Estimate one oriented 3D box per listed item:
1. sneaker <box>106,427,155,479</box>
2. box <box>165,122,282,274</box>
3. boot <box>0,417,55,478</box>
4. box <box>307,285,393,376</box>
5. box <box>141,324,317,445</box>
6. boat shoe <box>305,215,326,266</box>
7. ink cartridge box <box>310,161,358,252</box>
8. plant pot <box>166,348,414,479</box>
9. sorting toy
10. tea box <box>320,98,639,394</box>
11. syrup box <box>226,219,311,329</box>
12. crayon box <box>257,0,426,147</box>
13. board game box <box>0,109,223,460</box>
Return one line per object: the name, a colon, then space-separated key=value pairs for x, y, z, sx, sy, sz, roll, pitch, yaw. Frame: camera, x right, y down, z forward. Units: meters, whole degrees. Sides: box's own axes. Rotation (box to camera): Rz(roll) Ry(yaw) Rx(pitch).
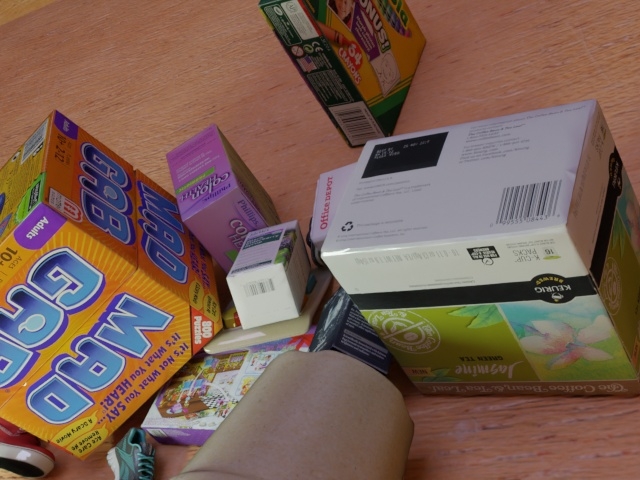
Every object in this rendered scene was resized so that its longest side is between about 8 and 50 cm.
sneaker: x=-0.291 y=0.360 z=1.484 sx=0.076 sy=0.065 sz=0.166 roll=-58 pitch=38 yaw=9
box: x=-0.168 y=-0.059 z=1.729 sx=0.117 sy=0.213 sz=0.243 roll=-32 pitch=37 yaw=5
boot: x=-0.535 y=0.336 z=1.707 sx=0.244 sy=0.088 sz=0.176 roll=0 pitch=48 yaw=43
box: x=0.050 y=0.141 z=1.381 sx=0.156 sy=0.093 sz=0.158 roll=-53 pitch=12 yaw=53
box: x=-0.130 y=0.235 z=1.509 sx=0.293 sy=0.057 sz=0.201 roll=-6 pitch=45 yaw=35
boat shoe: x=0.000 y=0.000 z=1.670 sx=0.049 sy=0.056 sz=0.152 roll=-26 pitch=27 yaw=24
ink cartridge box: x=0.114 y=-0.061 z=1.600 sx=0.237 sy=0.100 sz=0.172 roll=-17 pitch=41 yaw=22
plant pot: x=-0.033 y=0.314 z=1.168 sx=0.334 sy=0.333 sz=0.305 roll=-8 pitch=34 yaw=33
sorting toy: x=-0.088 y=0.108 z=1.566 sx=0.193 sy=0.038 sz=0.208 roll=-14 pitch=21 yaw=17
tea box: x=0.235 y=0.027 z=1.221 sx=0.329 sy=0.323 sz=0.220 roll=-7 pitch=45 yaw=35
syrup box: x=-0.079 y=0.050 z=1.517 sx=0.093 sy=0.096 sz=0.237 roll=-14 pitch=17 yaw=9
crayon box: x=0.057 y=-0.420 z=1.816 sx=0.106 sy=0.363 sz=0.313 roll=-6 pitch=47 yaw=34
board game box: x=-0.429 y=0.072 z=1.590 sx=0.356 sy=0.356 sz=0.356 roll=-44 pitch=29 yaw=14
